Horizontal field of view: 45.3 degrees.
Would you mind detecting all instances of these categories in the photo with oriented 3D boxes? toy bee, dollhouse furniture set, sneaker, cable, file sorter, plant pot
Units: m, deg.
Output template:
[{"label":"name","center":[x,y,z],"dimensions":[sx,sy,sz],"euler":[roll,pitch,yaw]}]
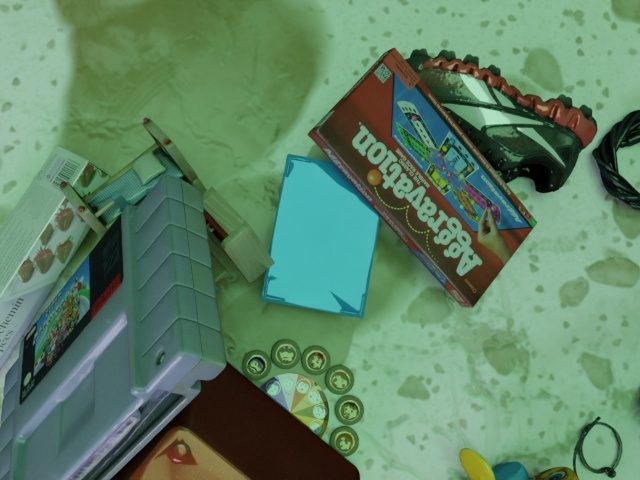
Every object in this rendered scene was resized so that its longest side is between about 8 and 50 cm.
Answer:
[{"label":"toy bee","center":[0.241,0.306,0.886],"dimensions":[0.195,0.162,0.298],"euler":[39,81,1]},{"label":"dollhouse furniture set","center":[-0.171,-0.019,0.847],"dimensions":[0.129,0.129,0.183],"euler":[-41,52,-8]},{"label":"sneaker","center":[0.204,-0.141,0.960],"dimensions":[0.276,0.097,0.135],"euler":[22,80,-5]},{"label":"cable","center":[0.449,-0.105,1.009],"dimensions":[0.184,0.047,0.151],"euler":[12,83,-4]},{"label":"file sorter","center":[0.000,0.000,0.919],"dimensions":[0.118,0.104,0.170],"euler":[11,82,-5]},{"label":"plant pot","center":[-0.125,0.295,0.800],"dimensions":[0.267,0.236,0.267],"euler":[39,85,0]}]

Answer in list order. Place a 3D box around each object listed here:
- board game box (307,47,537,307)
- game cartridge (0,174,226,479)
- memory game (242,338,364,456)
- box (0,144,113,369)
[{"label":"board game box","center":[0.126,-0.069,0.892],"dimensions":[0.281,0.027,0.145],"euler":[47,72,-16]},{"label":"game cartridge","center":[-0.225,0.124,0.753],"dimensions":[0.068,0.230,0.355],"euler":[21,125,-38]},{"label":"memory game","center":[-0.037,0.214,0.939],"dimensions":[0.186,0.012,0.186],"euler":[1,84,-6]},{"label":"box","center":[-0.354,0.044,0.886],"dimensions":[0.067,0.063,0.324],"euler":[24,80,31]}]
